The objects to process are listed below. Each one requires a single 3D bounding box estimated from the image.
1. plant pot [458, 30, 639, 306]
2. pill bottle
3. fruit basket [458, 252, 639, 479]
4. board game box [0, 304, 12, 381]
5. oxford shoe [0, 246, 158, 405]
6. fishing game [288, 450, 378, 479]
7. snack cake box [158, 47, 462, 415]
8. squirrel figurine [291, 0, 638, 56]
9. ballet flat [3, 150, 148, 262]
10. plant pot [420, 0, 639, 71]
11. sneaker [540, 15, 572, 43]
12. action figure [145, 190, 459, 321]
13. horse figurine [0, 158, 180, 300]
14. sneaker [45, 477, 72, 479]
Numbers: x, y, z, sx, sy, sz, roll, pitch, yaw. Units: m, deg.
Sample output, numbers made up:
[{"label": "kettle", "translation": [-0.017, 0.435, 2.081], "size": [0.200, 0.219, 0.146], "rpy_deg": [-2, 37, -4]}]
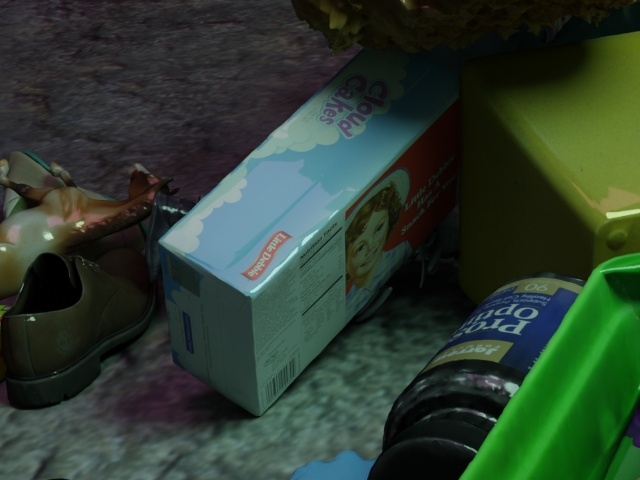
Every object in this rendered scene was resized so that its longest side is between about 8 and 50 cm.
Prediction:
[{"label": "plant pot", "translation": [0.231, -0.013, 1.324], "size": [0.212, 0.212, 0.187], "rpy_deg": [-10, 35, -11]}, {"label": "pill bottle", "translation": [0.110, 0.111, 1.070], "size": [0.123, 0.122, 0.219], "rpy_deg": [1, 20, 25]}, {"label": "fruit basket", "translation": [0.229, 0.068, 0.869], "size": [0.283, 0.392, 0.392], "rpy_deg": [5, 25, 23]}, {"label": "board game box", "translation": [-0.337, 0.088, 1.503], "size": [0.181, 0.043, 0.092], "rpy_deg": [2, 23, 26]}, {"label": "oxford shoe", "translation": [-0.194, 0.045, 1.487], "size": [0.083, 0.096, 0.227], "rpy_deg": [-5, 20, 17]}, {"label": "fishing game", "translation": [0.057, 0.183, 1.106], "size": [0.264, 0.041, 0.189], "rpy_deg": [-18, 30, -36]}, {"label": "snack cake box", "translation": [0.000, -0.015, 1.356], "size": [0.089, 0.152, 0.264], "rpy_deg": [30, 57, 24]}, {"label": "squirrel figurine", "translation": [0.183, -0.252, 1.329], "size": [0.370, 0.281, 0.397], "rpy_deg": [15, 41, 19]}, {"label": "ballet flat", "translation": [-0.258, -0.025, 1.726], "size": [0.086, 0.086, 0.248], "rpy_deg": [-21, 25, -29]}, {"label": "plant pot", "translation": [0.240, -0.208, 1.676], "size": [0.341, 0.341, 0.334], "rpy_deg": [-12, 28, -7]}, {"label": "sneaker", "translation": [0.250, -0.255, 2.042], "size": [0.319, 0.127, 0.208], "rpy_deg": [-23, 21, -10]}, {"label": "action figure", "translation": [0.000, 0.000, 1.527], "size": [0.285, 0.099, 0.185], "rpy_deg": [1, 15, 3]}, {"label": "horse figurine", "translation": [-0.274, -0.008, 1.586], "size": [0.263, 0.066, 0.174], "rpy_deg": [-28, 38, -27]}, {"label": "sneaker", "translation": [-0.151, 0.186, 1.106], "size": [0.081, 0.090, 0.232], "rpy_deg": [-15, 22, -14]}]
